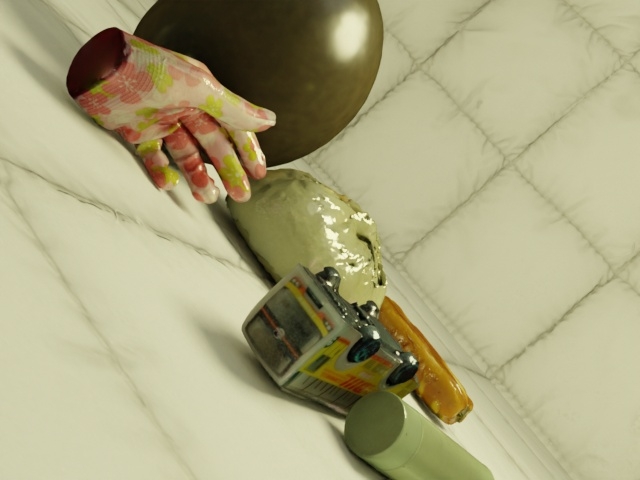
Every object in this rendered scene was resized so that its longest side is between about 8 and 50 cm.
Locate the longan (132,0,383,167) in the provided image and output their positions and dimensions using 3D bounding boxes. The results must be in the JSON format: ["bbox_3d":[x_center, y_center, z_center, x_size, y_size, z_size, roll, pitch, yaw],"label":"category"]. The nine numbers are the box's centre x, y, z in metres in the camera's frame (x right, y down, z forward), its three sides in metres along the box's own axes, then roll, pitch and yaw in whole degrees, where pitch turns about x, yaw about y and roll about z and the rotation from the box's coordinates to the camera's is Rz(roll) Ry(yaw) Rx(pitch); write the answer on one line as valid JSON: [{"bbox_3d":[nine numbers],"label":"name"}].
[{"bbox_3d":[-0.085,-0.227,1.197,0.288,0.350,0.288,58,18,-31],"label":"longan"}]

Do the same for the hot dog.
[{"bbox_3d":[0.152,0.187,1.515,0.269,0.072,0.115,52,7,38],"label":"hot dog"}]

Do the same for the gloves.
[{"bbox_3d":[-0.153,-0.138,1.043,0.241,0.145,0.126,30,19,-46],"label":"gloves"}]

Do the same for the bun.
[{"bbox_3d":[0.000,0.000,1.270,0.287,0.146,0.287,49,4,-4],"label":"bun"}]

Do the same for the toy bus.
[{"bbox_3d":[0.018,0.108,0.913,0.092,0.106,0.268,52,5,28],"label":"toy bus"}]

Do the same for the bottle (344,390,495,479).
[{"bbox_3d":[0.105,0.224,0.957,0.201,0.072,0.072,43,8,-41],"label":"bottle"}]
